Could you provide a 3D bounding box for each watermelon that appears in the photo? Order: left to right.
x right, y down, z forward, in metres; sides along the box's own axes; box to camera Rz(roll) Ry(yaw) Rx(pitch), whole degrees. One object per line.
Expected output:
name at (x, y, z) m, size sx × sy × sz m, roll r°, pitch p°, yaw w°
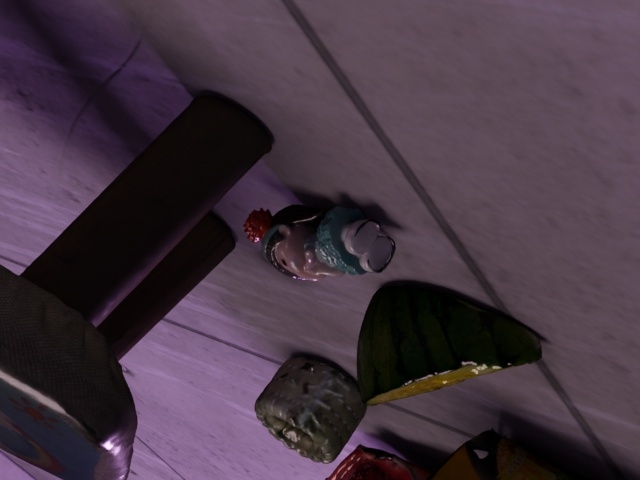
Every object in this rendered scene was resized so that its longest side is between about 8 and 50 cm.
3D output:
watermelon at (0.068, 0.064, 1.068) m, size 0.092 × 0.075 × 0.181 m, roll -9°, pitch 171°, yaw -15°

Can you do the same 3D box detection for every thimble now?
thimble at (-0.009, 0.141, 1.347) m, size 0.084 × 0.062 × 0.110 m, roll 31°, pitch 162°, yaw 10°

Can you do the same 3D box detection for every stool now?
stool at (-0.205, -0.008, 1.038) m, size 0.310 × 0.226 × 0.310 m, roll 33°, pitch 163°, yaw 1°

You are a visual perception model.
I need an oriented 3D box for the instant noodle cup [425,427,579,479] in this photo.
instant noodle cup at (0.145, 0.262, 1.175) m, size 0.182 × 0.230 × 0.230 m, roll 36°, pitch 164°, yaw 19°

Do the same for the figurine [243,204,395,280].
figurine at (0.000, 0.000, 0.995) m, size 0.060 × 0.047 × 0.106 m, roll 29°, pitch 163°, yaw -32°

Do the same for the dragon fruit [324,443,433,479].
dragon fruit at (0.088, 0.262, 1.424) m, size 0.126 × 0.161 × 0.274 m, roll 5°, pitch 168°, yaw -27°
